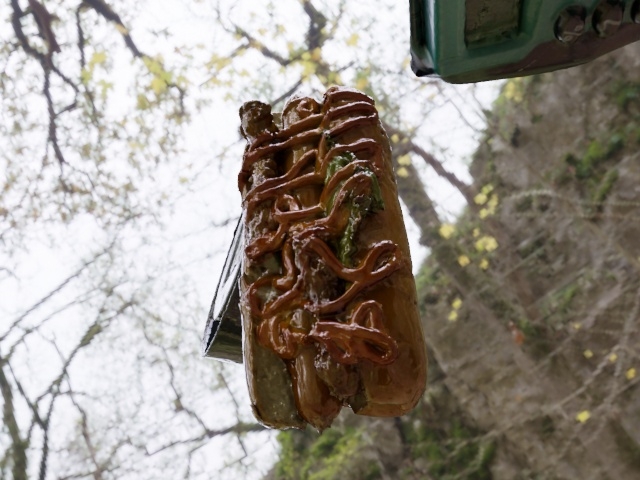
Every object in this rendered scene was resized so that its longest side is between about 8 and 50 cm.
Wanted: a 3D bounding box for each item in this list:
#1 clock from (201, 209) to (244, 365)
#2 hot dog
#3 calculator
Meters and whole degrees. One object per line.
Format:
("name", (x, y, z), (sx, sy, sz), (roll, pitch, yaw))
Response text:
("clock", (-0.076, 0.008, 1.202), (0.066, 0.319, 0.319), (19, -44, -8))
("hot dog", (0.000, 0.000, 0.824), (0.158, 0.349, 0.117), (-12, -32, 12))
("calculator", (0.191, -0.206, 0.618), (0.274, 0.058, 0.248), (-12, -25, 2))
